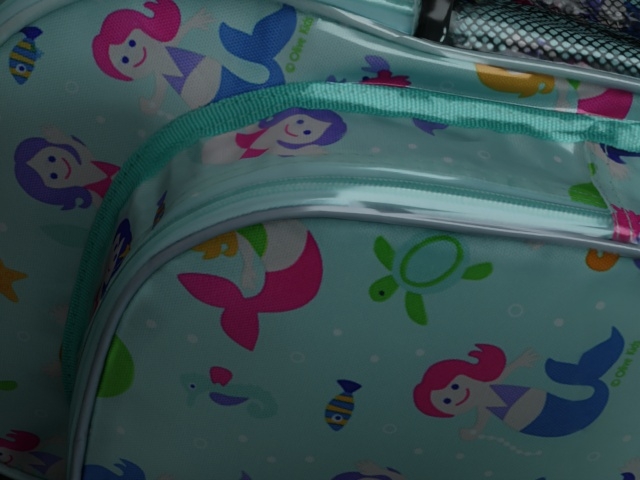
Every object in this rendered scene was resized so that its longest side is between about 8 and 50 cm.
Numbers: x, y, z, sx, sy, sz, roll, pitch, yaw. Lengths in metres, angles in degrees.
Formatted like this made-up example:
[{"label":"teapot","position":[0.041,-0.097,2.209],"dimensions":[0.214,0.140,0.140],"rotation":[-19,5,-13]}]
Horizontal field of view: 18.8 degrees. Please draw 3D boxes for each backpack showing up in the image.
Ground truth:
[{"label":"backpack","position":[0.000,0.000,0.591],"dimensions":[0.253,0.225,0.191],"rotation":[17,38,-6]}]
